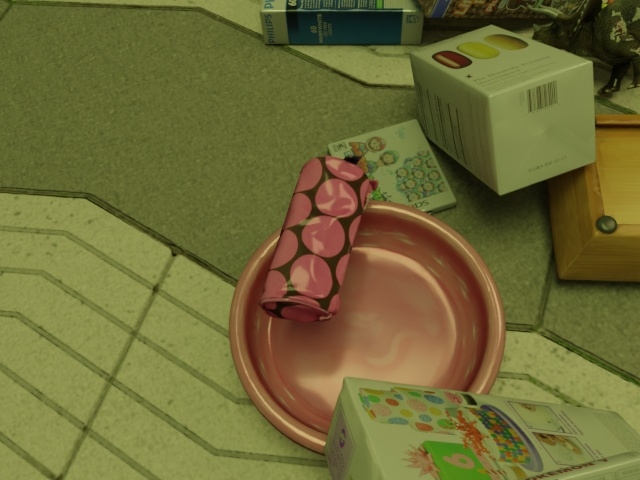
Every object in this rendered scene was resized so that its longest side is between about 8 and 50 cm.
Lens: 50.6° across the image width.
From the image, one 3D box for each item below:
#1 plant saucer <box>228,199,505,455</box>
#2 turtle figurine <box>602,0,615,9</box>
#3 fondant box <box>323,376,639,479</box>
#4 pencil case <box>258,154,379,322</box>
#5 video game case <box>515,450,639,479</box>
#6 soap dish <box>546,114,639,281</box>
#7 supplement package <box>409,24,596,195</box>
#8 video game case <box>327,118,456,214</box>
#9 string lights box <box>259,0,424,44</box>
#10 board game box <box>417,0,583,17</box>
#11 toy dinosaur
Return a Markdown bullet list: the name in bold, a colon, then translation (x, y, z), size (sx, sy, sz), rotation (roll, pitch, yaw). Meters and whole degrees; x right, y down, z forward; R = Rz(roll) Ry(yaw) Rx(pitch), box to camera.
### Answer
- **plant saucer**: translation (0.055, 0.108, 0.842), size (0.332, 0.084, 0.332), rotation (-1, 62, 2)
- **turtle figurine**: translation (0.552, -0.436, 1.087), size (0.270, 0.087, 0.217), rotation (-22, 85, 11)
- **fondant box**: translation (0.188, 0.245, 0.627), size (0.331, 0.096, 0.238), rotation (11, 17, -14)
- **pencil case**: translation (0.000, 0.000, 0.809), size (0.098, 0.095, 0.209), rotation (19, 66, -5)
- **video game case**: translation (0.169, 0.269, 0.479), size (0.184, 0.023, 0.201), rotation (-8, 87, -16)
- **soap dish**: translation (0.454, -0.060, 0.885), size (0.291, 0.118, 0.228), rotation (1, 62, 6)
- **supplement package**: translation (0.231, -0.183, 0.897), size (0.139, 0.133, 0.244), rotation (-20, 31, -7)
- **video game case**: translation (0.101, -0.096, 0.983), size (0.143, 0.019, 0.157), rotation (-17, 62, -6)
- **string lights box**: translation (0.037, -0.397, 1.114), size (0.260, 0.076, 0.133), rotation (2, 62, 5)
- **board game box**: translation (0.267, -0.478, 1.056), size (0.291, 0.141, 0.232), rotation (-9, 60, -24)
- **toy dinosaur**: translation (0.479, -0.308, 0.989), size (0.314, 0.121, 0.160), rotation (-12, 98, 5)
